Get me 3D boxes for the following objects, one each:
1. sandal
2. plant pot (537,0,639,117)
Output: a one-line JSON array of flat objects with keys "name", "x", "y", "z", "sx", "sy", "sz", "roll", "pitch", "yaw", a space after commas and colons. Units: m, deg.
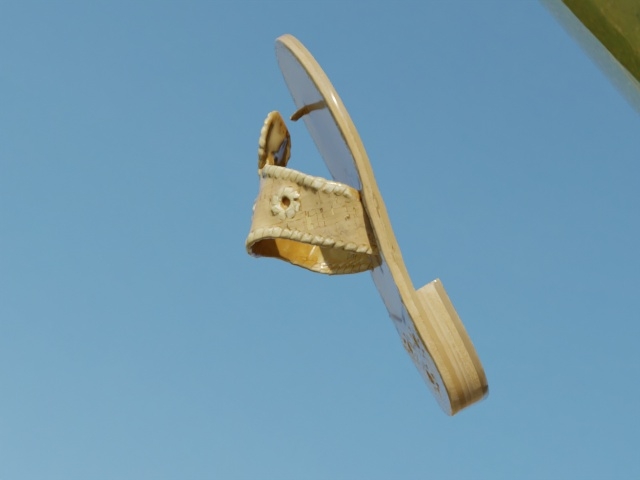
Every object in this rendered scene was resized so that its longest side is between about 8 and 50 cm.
[{"name": "sandal", "x": 0.000, "y": -0.002, "z": 0.799, "sx": 0.240, "sy": 0.079, "sz": 0.088, "roll": 61, "pitch": -9, "yaw": 17}, {"name": "plant pot", "x": 0.202, "y": -0.154, "z": 0.672, "sx": 0.254, "sy": 0.276, "sz": 0.276, "roll": 45, "pitch": -31, "yaw": 25}]
